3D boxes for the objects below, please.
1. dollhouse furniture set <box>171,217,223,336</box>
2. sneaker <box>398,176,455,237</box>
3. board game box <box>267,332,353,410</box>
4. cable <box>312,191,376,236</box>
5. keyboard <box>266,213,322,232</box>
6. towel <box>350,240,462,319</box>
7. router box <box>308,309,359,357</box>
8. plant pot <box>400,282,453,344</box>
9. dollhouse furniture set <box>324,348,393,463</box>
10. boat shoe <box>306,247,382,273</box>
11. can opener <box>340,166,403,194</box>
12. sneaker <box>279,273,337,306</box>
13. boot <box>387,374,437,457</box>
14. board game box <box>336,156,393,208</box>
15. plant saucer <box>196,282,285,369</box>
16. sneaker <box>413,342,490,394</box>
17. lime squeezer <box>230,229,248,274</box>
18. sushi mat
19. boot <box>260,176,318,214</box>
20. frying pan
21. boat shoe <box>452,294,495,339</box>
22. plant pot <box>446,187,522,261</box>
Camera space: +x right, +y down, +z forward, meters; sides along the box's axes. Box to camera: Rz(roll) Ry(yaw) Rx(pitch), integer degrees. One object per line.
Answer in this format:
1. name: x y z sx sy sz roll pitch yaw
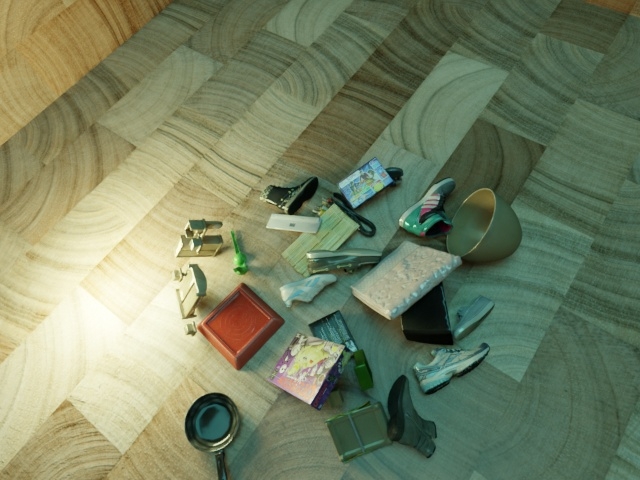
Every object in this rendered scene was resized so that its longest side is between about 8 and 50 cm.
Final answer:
1. dollhouse furniture set: -0.438 0.142 1.733 0.174 0.303 0.355 -1 57 -37
2. sneaker: 0.482 -0.117 1.798 0.295 0.124 0.178 -42 57 -6
3. board game box: -0.045 0.427 1.497 0.056 0.347 0.208 38 70 -21
4. cable: 0.115 -0.109 1.902 0.287 0.072 0.139 30 52 7
5. keyboard: -0.115 -0.073 1.880 0.256 0.014 0.072 7 68 30
6. towel: 0.301 0.132 1.634 0.332 0.053 0.317 -37 23 -12
7. router box: 0.050 0.367 1.652 0.133 0.046 0.179 -24 63 -6
8. plant pot: 0.376 0.273 1.593 0.167 0.188 0.187 -10 62 13
9. dollhouse furniture set: 0.110 0.566 1.529 0.198 0.151 0.301 -21 92 3
10. boat shoe: 0.095 0.083 1.765 0.305 0.109 0.091 -2 98 -9
11. can opener: 0.220 -0.259 1.931 0.280 0.093 0.074 -12 26 5
12. sneaker: -0.040 0.192 1.741 0.229 0.087 0.092 -19 78 -1
13. boot: 0.311 0.590 1.490 0.161 0.083 0.246 28 40 -9
14. board game box: 0.188 -0.241 1.872 0.201 0.035 0.136 -34 76 5
15. plant saucer: -0.316 0.320 1.721 0.259 0.047 0.258 38 73 22
16. sneaker: 0.455 0.415 1.546 0.283 0.110 0.122 -27 60 -7
17. lime squeezer: -0.345 0.077 1.825 0.059 0.110 0.310 -33 32 7
18. sushi mat: 0.000 0.000 1.827 0.316 0.019 0.151 -44 77 -6
19. boot: -0.136 -0.222 1.958 0.179 0.085 0.236 22 55 28
20. frying pan: -0.337 0.680 1.535 0.197 0.053 0.326 -39 67 -13
21. boat shoe: 0.540 0.276 1.613 0.227 0.079 0.081 -31 52 -29
22. plant pot: 0.644 -0.030 1.685 0.191 0.284 0.284 24 65 -12
